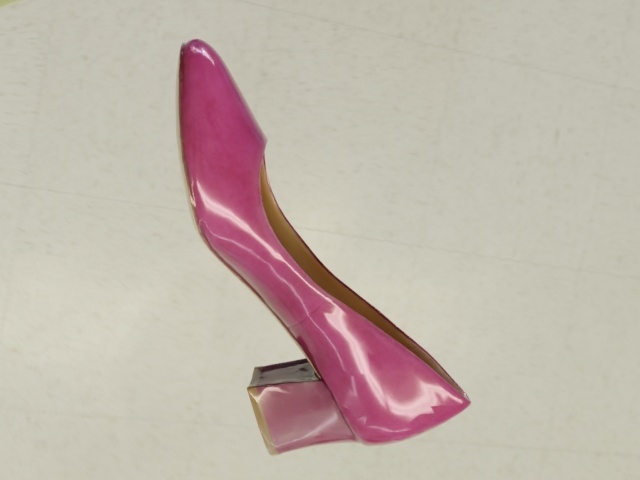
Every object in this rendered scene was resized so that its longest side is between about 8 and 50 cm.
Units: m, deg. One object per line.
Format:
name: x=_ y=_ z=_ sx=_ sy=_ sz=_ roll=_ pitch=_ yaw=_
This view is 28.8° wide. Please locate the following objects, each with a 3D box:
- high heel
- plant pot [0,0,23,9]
high heel: x=0.000 y=0.000 z=1.039 sx=0.181 sy=0.127 sz=0.377 roll=-13 pitch=112 yaw=7
plant pot: x=-0.133 y=-0.300 z=0.790 sx=0.294 sy=0.275 sz=0.274 roll=-11 pitch=103 yaw=3
